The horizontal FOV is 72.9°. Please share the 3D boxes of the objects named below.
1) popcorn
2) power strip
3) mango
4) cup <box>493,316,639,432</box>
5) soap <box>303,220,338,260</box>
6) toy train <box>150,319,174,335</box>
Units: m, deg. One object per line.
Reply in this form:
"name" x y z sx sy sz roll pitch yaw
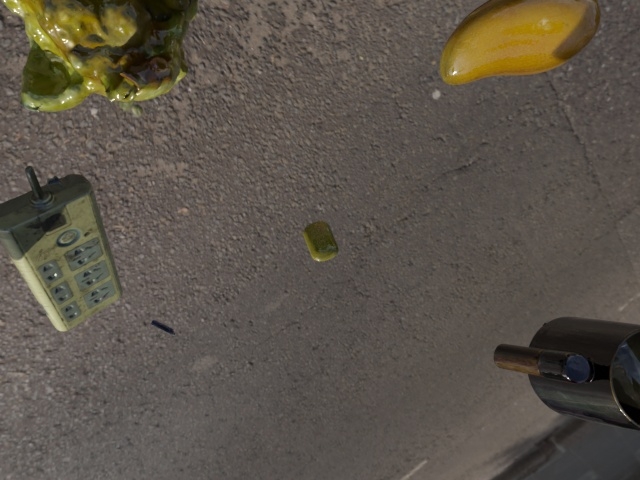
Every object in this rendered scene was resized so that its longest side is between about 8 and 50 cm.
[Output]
"popcorn" -0.384 -0.357 0.732 0.321 0.290 0.325 31 100 -18
"power strip" -0.283 0.014 0.480 0.092 0.034 0.268 -36 160 -34
"mango" 0.232 -0.245 0.519 0.184 0.085 0.102 -12 129 9
"cup" 0.402 0.210 0.648 0.239 0.166 0.177 -15 173 -8
"soap" 0.000 0.000 1.346 0.089 0.140 0.045 -19 152 -6
"toy train" -0.451 0.252 1.250 0.017 0.083 0.017 -64 160 -17
